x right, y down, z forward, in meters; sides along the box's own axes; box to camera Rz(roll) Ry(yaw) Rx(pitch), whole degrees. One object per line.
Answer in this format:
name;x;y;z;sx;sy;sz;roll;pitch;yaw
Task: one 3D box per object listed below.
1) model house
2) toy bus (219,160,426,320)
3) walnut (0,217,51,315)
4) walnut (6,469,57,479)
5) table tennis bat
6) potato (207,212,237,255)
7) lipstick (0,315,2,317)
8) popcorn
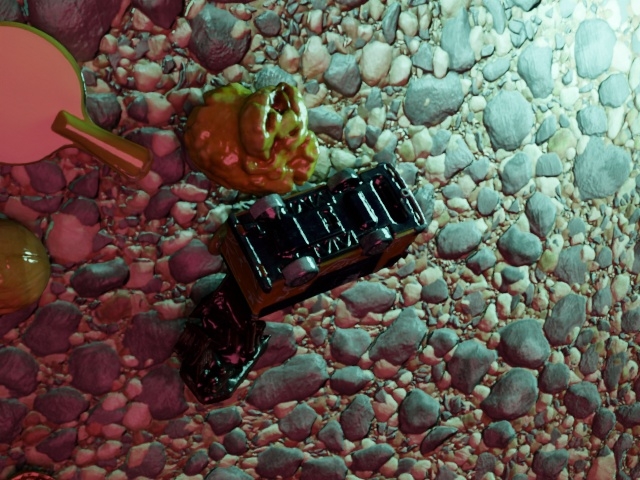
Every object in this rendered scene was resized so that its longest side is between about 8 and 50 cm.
model house;-0.171;0.169;1.696;0.141;0.203;0.164;21;128;5
toy bus;0.000;0.000;1.678;0.323;0.194;0.162;-20;70;-25
walnut;-0.529;0.042;1.519;0.197;0.165;0.165;-11;109;-21
walnut;-0.508;0.445;1.706;0.121;0.052;0.091;35;88;-29
table tennis bat;-0.437;-0.203;1.554;0.369;0.054;0.224;27;92;-22
potato;-0.163;-0.008;1.723;0.046;0.045;0.092;38;85;2
lipstick;-0.559;0.142;1.612;0.027;0.027;0.176;42;86;-27
popcorn;-0.111;-0.168;1.614;0.200;0.203;0.226;-41;98;-18
